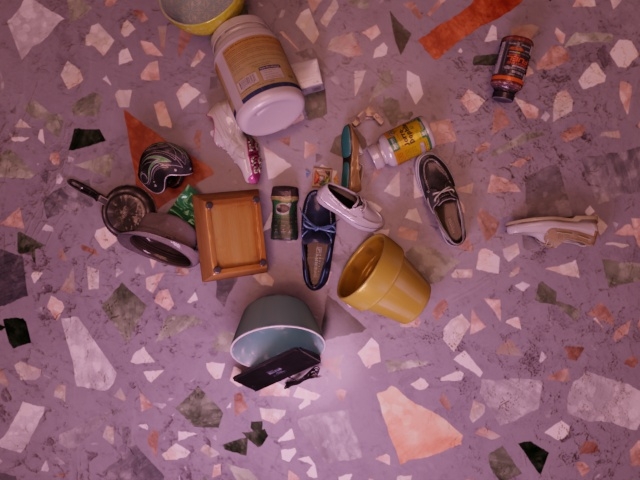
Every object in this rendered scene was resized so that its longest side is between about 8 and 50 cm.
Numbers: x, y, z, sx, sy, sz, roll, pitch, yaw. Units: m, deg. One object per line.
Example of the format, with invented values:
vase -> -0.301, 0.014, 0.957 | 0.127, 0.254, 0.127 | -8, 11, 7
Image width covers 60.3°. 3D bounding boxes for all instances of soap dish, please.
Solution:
soap dish -> -0.292, -0.019, 1.829 | 0.228, 0.118, 0.291 | -7, 93, -23

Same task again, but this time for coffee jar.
coffee jar -> -0.121, -0.093, 1.870 | 0.096, 0.079, 0.185 | 3, 95, 6

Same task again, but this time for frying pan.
frying pan -> -0.712, -0.145, 1.915 | 0.197, 0.053, 0.326 | -40, 94, 4

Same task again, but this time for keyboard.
keyboard -> -0.126, 0.446, 1.870 | 0.317, 0.033, 0.201 | -30, 131, 30

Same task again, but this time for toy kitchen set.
toy kitchen set -> 0.159, -0.398, 1.839 | 0.083, 0.068, 0.075 | -43, 91, 5

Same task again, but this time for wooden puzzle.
wooden puzzle -> 0.006, -0.215, 1.888 | 0.116, 0.014, 0.079 | -1, 94, 3

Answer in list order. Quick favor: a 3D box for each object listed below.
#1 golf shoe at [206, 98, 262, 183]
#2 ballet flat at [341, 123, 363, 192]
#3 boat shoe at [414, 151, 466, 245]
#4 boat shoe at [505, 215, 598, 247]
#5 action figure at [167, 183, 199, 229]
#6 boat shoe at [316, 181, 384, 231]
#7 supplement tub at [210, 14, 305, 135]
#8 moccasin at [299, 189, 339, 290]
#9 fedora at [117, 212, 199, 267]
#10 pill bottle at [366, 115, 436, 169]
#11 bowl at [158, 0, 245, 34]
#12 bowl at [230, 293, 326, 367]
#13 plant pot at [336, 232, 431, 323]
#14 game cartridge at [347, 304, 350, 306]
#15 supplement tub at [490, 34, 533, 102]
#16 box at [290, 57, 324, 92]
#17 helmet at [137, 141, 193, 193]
golf shoe -> -0.289, -0.328, 1.856 | 0.140, 0.115, 0.307 | -17, 85, 12
ballet flat -> 0.109, -0.274, 1.860 | 0.073, 0.080, 0.233 | -1, 97, -25
boat shoe -> 0.413, -0.139, 1.820 | 0.121, 0.119, 0.336 | -24, 93, 4
boat shoe -> 0.765, -0.026, 1.815 | 0.301, 0.113, 0.104 | -2, 89, 2
action figure -> -0.396, -0.071, 1.894 | 0.232, 0.063, 0.137 | 36, 94, -6
boat shoe -> 0.110, -0.110, 1.821 | 0.258, 0.084, 0.095 | 23, 61, -17
supplement tub -> -0.203, -0.519, 1.735 | 0.228, 0.228, 0.317 | -24, 76, 4
moccasin -> 0.000, 0.000, 1.852 | 0.137, 0.117, 0.343 | -3, 93, 3
fedora -> -0.522, -0.013, 1.846 | 0.275, 0.244, 0.125 | 19, 66, -5
pill bottle -> 0.263, -0.316, 1.816 | 0.208, 0.117, 0.118 | -25, 93, 5
bowl -> -0.355, -0.769, 1.779 | 0.289, 0.156, 0.290 | -4, 72, 14
bowl -> -0.143, 0.290, 1.819 | 0.311, 0.312, 0.163 | -10, 52, 3
plant pot -> 0.220, 0.145, 1.800 | 0.239, 0.254, 0.254 | 35, 95, -14
game cartridge -> 0.128, 0.199, 1.912 | 0.083, 0.017, 0.056 | -20, 89, 4
supplement tub -> 0.616, -0.552, 1.788 | 0.105, 0.106, 0.198 | 13, 95, 2
box -> -0.046, -0.539, 1.822 | 0.101, 0.101, 0.087 | -13, 93, 4
helmet -> -0.515, -0.249, 1.838 | 0.169, 0.169, 0.162 | 39, 112, 0
